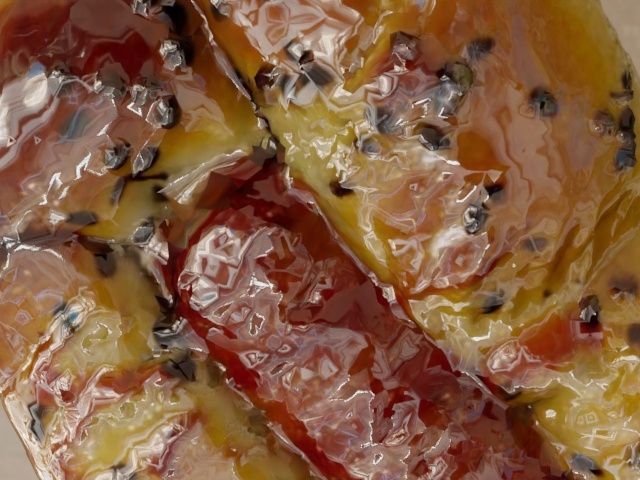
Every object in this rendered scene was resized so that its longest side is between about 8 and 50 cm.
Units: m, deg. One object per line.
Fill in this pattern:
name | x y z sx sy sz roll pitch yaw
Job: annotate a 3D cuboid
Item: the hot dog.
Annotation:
hot dog | 0.000 0.000 0.794 0.367 0.365 0.196 -24 -174 8
